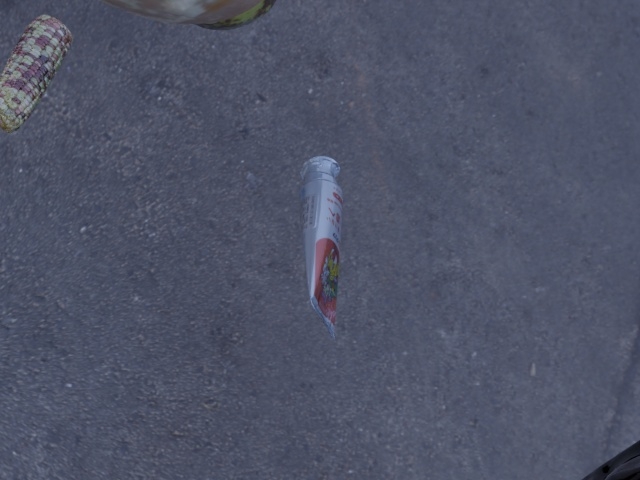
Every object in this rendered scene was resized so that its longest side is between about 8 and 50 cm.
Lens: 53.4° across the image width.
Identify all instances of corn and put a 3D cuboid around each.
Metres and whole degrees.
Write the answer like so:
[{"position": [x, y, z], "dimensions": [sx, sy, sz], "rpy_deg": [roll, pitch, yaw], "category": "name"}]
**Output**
[{"position": [-0.547, -0.316, 1.195], "dimensions": [0.086, 0.086, 0.253], "rpy_deg": [29, 60, -26], "category": "corn"}]

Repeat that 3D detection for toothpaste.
[{"position": [0.000, 0.000, 0.786], "dimensions": [0.089, 0.057, 0.234], "rpy_deg": [61, 24, -52], "category": "toothpaste"}]

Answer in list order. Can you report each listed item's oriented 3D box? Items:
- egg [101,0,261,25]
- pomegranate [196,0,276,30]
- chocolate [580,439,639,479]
[{"position": [-0.094, -0.222, 0.332], "dimensions": [0.233, 0.195, 0.195], "rpy_deg": [53, 51, -54], "category": "egg"}, {"position": [-0.091, -0.346, 0.718], "dimensions": [0.276, 0.222, 0.204], "rpy_deg": [17, 80, 3], "category": "pomegranate"}, {"position": [0.176, 0.180, 0.252], "dimensions": [0.177, 0.224, 0.206], "rpy_deg": [11, 39, -47], "category": "chocolate"}]
